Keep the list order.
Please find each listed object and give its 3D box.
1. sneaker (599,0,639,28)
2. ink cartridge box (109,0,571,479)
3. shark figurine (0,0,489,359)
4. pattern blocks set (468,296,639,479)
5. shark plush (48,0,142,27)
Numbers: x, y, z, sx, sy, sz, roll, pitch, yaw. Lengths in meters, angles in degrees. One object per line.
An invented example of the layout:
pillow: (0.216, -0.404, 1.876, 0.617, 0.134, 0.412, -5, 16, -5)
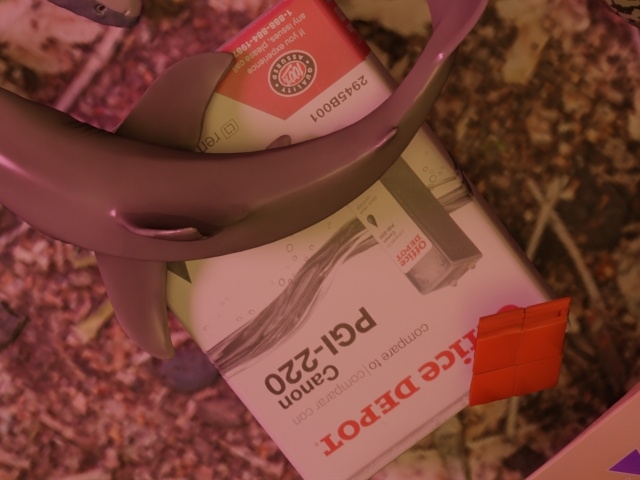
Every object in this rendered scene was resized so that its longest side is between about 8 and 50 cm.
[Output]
sneaker: (0.270, -0.076, 0.794, 0.410, 0.182, 0.158, 31, 123, -3)
ink cartridge box: (0.000, 0.000, 0.877, 0.158, 0.092, 0.218, -37, 98, 6)
shark figurine: (-0.033, -0.034, 0.772, 0.278, 0.116, 0.166, -17, 98, 6)
pattern blocks set: (0.198, 0.104, 0.827, 0.285, 0.026, 0.325, 37, 128, -21)
shark plush: (-0.172, -0.144, 0.880, 0.161, 0.073, 0.067, 0, 128, -3)
